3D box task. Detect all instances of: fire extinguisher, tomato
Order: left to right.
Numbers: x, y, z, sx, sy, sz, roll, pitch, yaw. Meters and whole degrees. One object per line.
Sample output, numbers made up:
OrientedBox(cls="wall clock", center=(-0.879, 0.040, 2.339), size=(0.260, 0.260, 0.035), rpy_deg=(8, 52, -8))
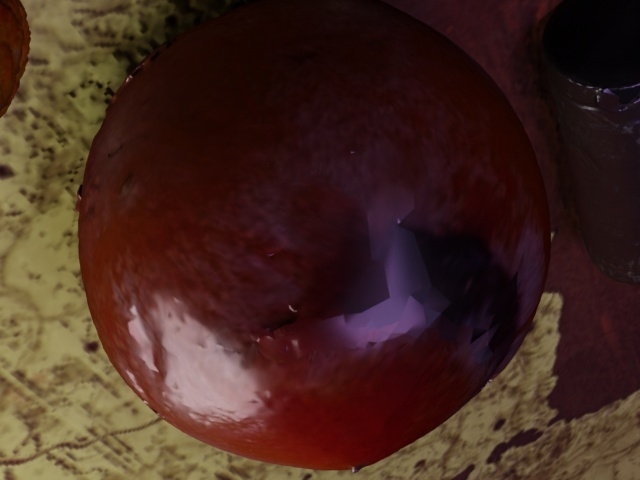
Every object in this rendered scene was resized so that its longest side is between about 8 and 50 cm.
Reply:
OrientedBox(cls="tomato", center=(0.000, 0.000, 0.620), size=(0.208, 0.184, 0.208), rpy_deg=(-27, 142, -23))
OrientedBox(cls="fire extinguisher", center=(0.196, -0.036, 0.855), size=(0.072, 0.089, 0.267), rpy_deg=(-59, 150, -23))

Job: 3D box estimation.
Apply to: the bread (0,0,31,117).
OrientedBox(cls="bread", center=(-0.215, -0.043, 0.439), size=(0.269, 0.095, 0.139), rpy_deg=(-11, 177, -28))
